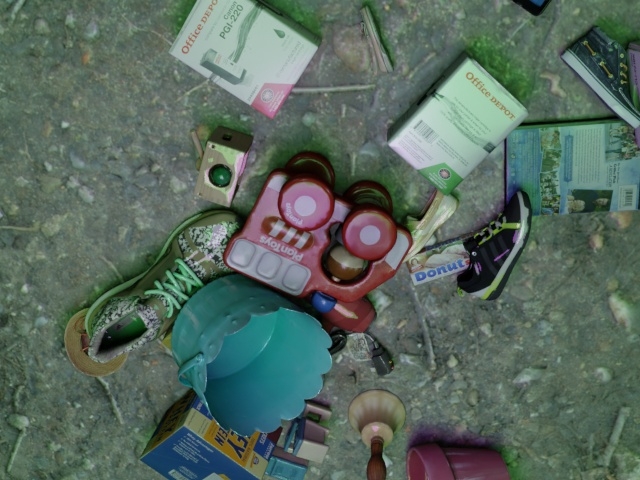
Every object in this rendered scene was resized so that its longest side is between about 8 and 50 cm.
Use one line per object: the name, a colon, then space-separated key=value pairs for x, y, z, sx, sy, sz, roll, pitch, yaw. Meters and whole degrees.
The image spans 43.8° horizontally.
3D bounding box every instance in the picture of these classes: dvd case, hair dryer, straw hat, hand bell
dvd case: x=0.468 y=-0.135 z=1.474 sx=0.253 sy=0.022 sz=0.180 roll=-3 pitch=111 yaw=5
hair dryer: x=0.009 y=0.181 z=1.604 sx=0.223 sy=0.080 sz=0.294 roll=-15 pitch=109 yaw=11
straw hat: x=-0.472 y=0.213 z=1.655 sx=0.144 sy=0.144 sz=0.061 roll=47 pitch=146 yaw=-15
hand bell: x=0.115 y=0.419 z=1.608 sx=0.126 sy=0.242 sz=0.126 roll=1 pitch=112 yaw=3

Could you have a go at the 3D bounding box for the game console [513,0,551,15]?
game console: x=0.346 y=-0.466 z=1.310 sx=0.124 sy=0.085 sz=0.144 roll=31 pitch=111 yaw=-9

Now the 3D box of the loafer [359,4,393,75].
loafer: x=0.090 y=-0.348 z=1.400 sx=0.039 sy=0.045 sz=0.125 roll=-18 pitch=113 yaw=18

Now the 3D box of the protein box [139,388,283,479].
protein box: x=-0.227 y=0.423 z=1.657 sx=0.200 sy=0.136 sz=0.201 roll=39 pitch=130 yaw=-12

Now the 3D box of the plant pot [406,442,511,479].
plant pot: x=0.296 y=0.519 z=1.675 sx=0.180 sy=0.201 sz=0.201 roll=-8 pitch=113 yaw=-10

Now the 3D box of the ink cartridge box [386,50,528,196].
ink cartridge box: x=0.242 y=-0.209 z=1.422 sx=0.153 sy=0.087 sz=0.208 roll=41 pitch=110 yaw=-12

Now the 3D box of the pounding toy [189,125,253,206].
pounding toy: x=-0.189 y=-0.145 z=1.448 sx=0.100 sy=0.141 sz=0.130 roll=18 pitch=112 yaw=-3

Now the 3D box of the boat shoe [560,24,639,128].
boat shoe: x=0.505 y=-0.282 z=1.369 sx=0.083 sy=0.065 sz=0.183 roll=-43 pitch=86 yaw=17

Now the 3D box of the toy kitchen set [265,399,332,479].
toy kitchen set: x=-0.069 y=0.448 z=1.672 sx=0.122 sy=0.166 sz=0.207 roll=19 pitch=112 yaw=-4

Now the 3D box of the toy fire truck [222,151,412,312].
toy fire truck: x=0.000 y=0.000 z=1.474 sx=0.302 sy=0.169 sz=0.254 roll=26 pitch=111 yaw=-10

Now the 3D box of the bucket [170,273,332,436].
bucket: x=-0.138 y=0.209 z=1.506 sx=0.281 sy=0.183 sz=0.281 roll=-17 pitch=122 yaw=-29

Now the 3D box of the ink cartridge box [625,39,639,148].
ink cartridge box: x=0.679 y=-0.265 z=1.346 sx=0.272 sy=0.114 sz=0.197 roll=-14 pitch=111 yaw=5

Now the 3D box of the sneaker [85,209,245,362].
sneaker: x=-0.292 y=0.108 z=1.529 sx=0.410 sy=0.182 sz=0.158 roll=-41 pitch=107 yaw=10

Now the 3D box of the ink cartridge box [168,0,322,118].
ink cartridge box: x=-0.130 y=-0.340 z=1.391 sx=0.218 sy=0.092 sz=0.159 roll=32 pitch=111 yaw=-8

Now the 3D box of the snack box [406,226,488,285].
snack box: x=0.258 y=0.031 z=1.556 sx=0.178 sy=0.022 sz=0.064 roll=-19 pitch=112 yaw=11

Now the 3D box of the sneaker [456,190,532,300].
sneaker: x=0.317 y=0.012 z=1.486 sx=0.097 sy=0.084 sz=0.235 roll=15 pitch=113 yaw=-3

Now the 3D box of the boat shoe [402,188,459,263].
boat shoe: x=0.188 y=-0.030 z=1.518 sx=0.059 sy=0.063 sz=0.170 roll=39 pitch=100 yaw=-9

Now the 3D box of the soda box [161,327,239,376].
soda box: x=-0.240 y=0.237 z=1.654 sx=0.181 sy=0.058 sz=0.061 roll=44 pitch=109 yaw=-13
